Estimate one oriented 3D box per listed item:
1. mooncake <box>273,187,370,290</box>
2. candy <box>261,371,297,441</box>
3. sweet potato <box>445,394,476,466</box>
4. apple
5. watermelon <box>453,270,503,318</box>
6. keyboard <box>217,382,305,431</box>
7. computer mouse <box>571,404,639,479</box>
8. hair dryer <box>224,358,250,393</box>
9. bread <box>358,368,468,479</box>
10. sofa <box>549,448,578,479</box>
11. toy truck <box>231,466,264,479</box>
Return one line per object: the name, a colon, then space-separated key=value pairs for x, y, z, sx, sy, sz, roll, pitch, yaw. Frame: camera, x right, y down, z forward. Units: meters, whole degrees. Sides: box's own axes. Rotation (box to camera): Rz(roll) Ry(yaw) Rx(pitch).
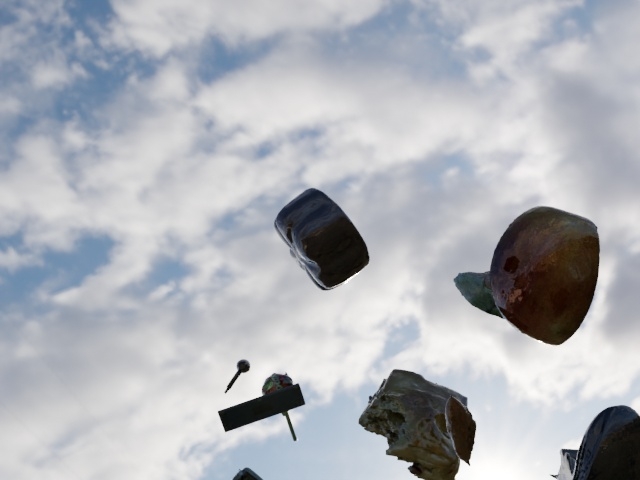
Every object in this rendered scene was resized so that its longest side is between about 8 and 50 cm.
mooncake: x=0.000 y=0.000 z=1.928 sx=0.133 sy=0.245 sz=0.245 roll=-36 pitch=-30 yaw=-10
candy: x=-0.089 y=0.443 z=2.216 sx=0.084 sy=0.078 sz=0.288 roll=-37 pitch=-40 yaw=-21
sweet potato: x=0.317 y=0.430 z=1.899 sx=0.068 sy=0.060 sz=0.206 roll=-12 pitch=-61 yaw=-1
apple: x=0.558 y=0.090 z=2.092 sx=0.179 sy=0.254 sz=0.346 roll=5 pitch=-84 yaw=-56
watermelon: x=0.446 y=0.111 z=2.205 sx=0.139 sy=0.187 sz=0.071 roll=-47 pitch=-23 yaw=-22
keyboard: x=-0.121 y=0.344 z=1.749 sx=0.176 sy=0.014 sz=0.055 roll=-19 pitch=-60 yaw=-6
computer mouse: x=0.564 y=0.456 z=1.644 sx=0.137 sy=0.086 sz=0.270 roll=10 pitch=-79 yaw=-8
hair dryer: x=-0.178 y=0.289 z=1.799 sx=0.083 sy=0.031 sz=0.079 roll=-52 pitch=-10 yaw=-9
bread: x=0.270 y=0.514 z=2.427 sx=0.370 sy=0.314 sz=0.192 roll=-43 pitch=-30 yaw=-68
sofa: x=0.678 y=0.631 z=2.029 sx=0.200 sy=0.258 sz=0.182 roll=6 pitch=-41 yaw=-3
toy truck: x=-0.180 y=0.534 z=1.671 sx=0.178 sy=0.080 sz=0.115 roll=-48 pitch=-5 yaw=-15
